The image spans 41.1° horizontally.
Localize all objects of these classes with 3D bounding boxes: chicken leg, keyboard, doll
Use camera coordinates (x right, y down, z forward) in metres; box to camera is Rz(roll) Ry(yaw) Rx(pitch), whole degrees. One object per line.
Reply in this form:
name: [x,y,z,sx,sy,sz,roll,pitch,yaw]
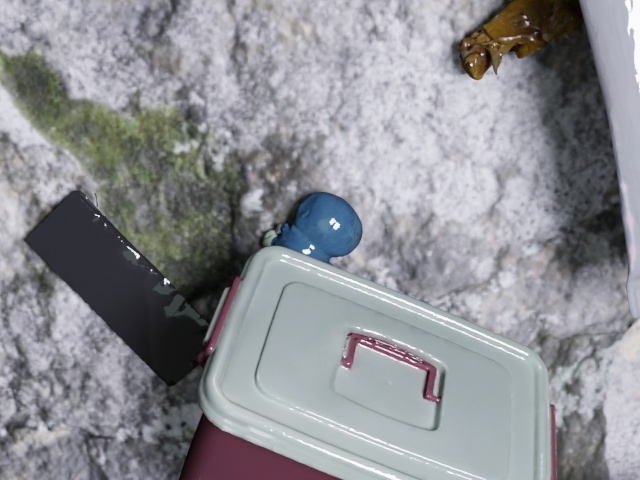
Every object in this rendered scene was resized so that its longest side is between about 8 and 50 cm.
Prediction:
chicken leg: [0.208,-0.195,0.698,0.207,0.085,0.101,-35,111,18]
keyboard: [-0.181,0.046,0.796,0.074,0.015,0.196,-41,98,14]
doll: [0.000,0.000,0.762,0.076,0.050,0.083,41,99,-12]

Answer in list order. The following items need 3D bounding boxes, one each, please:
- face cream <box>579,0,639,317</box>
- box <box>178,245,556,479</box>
face cream: [0.296,-0.163,0.597,0.235,0.137,0.420,-15,105,6]
box: [0.030,0.156,0.714,0.294,0.193,0.167,23,133,-5]
